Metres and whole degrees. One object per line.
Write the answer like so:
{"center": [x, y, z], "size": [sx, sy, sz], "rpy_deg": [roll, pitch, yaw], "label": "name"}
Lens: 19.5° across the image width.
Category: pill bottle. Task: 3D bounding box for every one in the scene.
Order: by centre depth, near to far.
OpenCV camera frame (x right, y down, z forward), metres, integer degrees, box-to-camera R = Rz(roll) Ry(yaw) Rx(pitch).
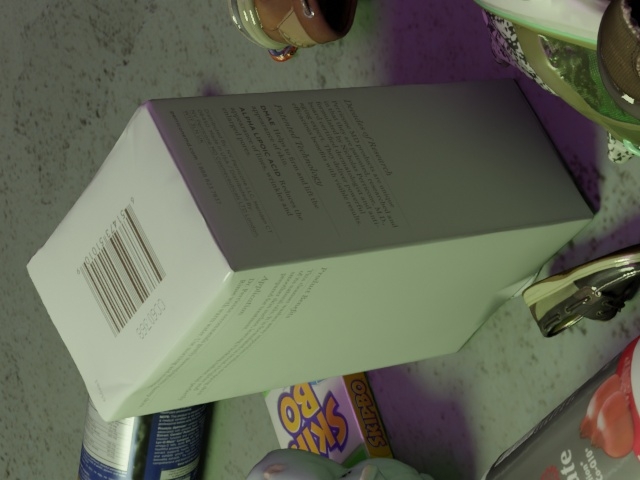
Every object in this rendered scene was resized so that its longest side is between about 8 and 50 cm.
{"center": [0.223, 0.200, 1.387], "size": [0.318, 0.176, 0.176], "rpy_deg": [-49, 60, 42], "label": "pill bottle"}
{"center": [-0.176, 0.169, 1.887], "size": [0.123, 0.122, 0.219], "rpy_deg": [29, 117, 43], "label": "pill bottle"}

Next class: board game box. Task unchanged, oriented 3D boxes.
{"center": [-0.006, 0.140, 1.755], "size": [0.124, 0.039, 0.259], "rpy_deg": [-33, 74, 48], "label": "board game box"}

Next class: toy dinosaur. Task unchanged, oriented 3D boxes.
{"center": [-0.047, -0.209, 1.753], "size": [0.090, 0.047, 0.082], "rpy_deg": [-136, 34, -79], "label": "toy dinosaur"}

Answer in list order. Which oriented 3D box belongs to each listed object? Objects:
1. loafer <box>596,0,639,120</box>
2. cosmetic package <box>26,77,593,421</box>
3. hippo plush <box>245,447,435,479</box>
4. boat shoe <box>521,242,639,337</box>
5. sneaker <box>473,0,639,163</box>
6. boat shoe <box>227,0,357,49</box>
{"center": [0.343, -0.127, 1.123], "size": [0.365, 0.130, 0.134], "rpy_deg": [-6, 80, 17], "label": "loafer"}
{"center": [0.000, 0.000, 1.454], "size": [0.217, 0.385, 0.156], "rpy_deg": [-48, 62, 40], "label": "cosmetic package"}
{"center": [0.006, 0.300, 1.580], "size": [0.294, 0.234, 0.237], "rpy_deg": [11, 93, 25], "label": "hippo plush"}
{"center": [0.220, 0.039, 1.462], "size": [0.152, 0.056, 0.049], "rpy_deg": [-29, 79, 58], "label": "boat shoe"}
{"center": [0.261, -0.118, 1.358], "size": [0.410, 0.158, 0.182], "rpy_deg": [41, 157, 34], "label": "sneaker"}
{"center": [-0.009, -0.326, 1.624], "size": [0.116, 0.123, 0.324], "rpy_deg": [13, 113, 40], "label": "boat shoe"}
